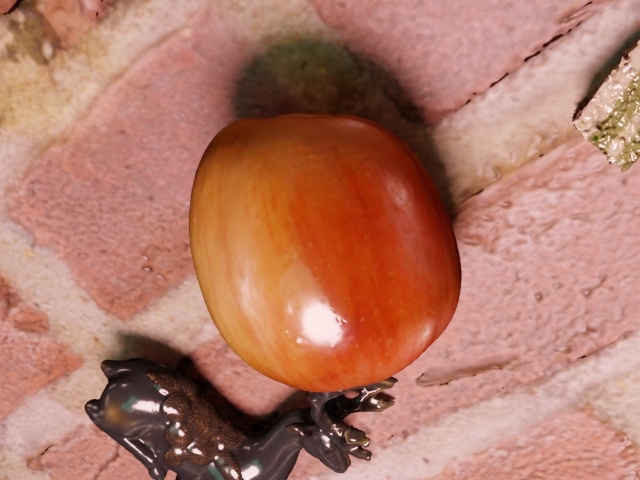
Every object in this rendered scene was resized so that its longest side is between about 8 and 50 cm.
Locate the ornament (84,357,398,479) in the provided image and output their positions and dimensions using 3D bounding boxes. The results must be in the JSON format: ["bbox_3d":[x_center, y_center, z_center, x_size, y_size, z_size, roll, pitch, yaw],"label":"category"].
[{"bbox_3d":[-0.051,0.121,0.912,0.202,0.080,0.236,42,129,-13],"label":"ornament"}]

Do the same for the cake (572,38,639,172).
[{"bbox_3d":[0.205,-0.102,0.683,0.051,0.055,0.140,38,125,1],"label":"cake"}]

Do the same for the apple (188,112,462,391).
[{"bbox_3d":[0.000,0.000,0.751,0.199,0.199,0.199,10,125,14],"label":"apple"}]
